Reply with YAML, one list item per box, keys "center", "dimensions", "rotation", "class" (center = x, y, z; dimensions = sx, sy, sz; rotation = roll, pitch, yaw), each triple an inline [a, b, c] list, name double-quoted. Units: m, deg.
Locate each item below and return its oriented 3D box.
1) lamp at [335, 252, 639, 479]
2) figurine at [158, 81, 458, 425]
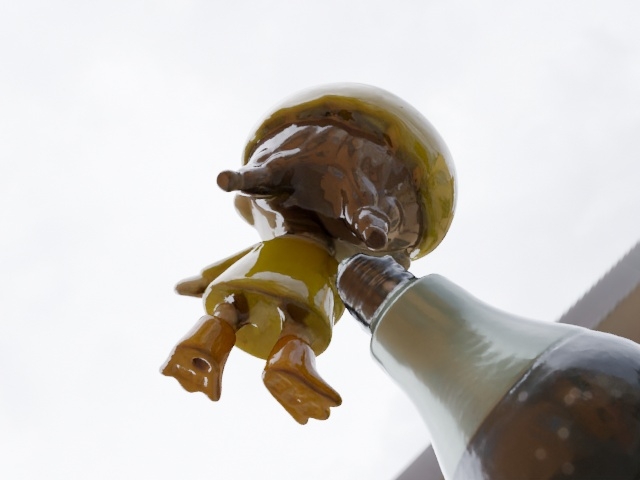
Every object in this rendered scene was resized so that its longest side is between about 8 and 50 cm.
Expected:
- center: [0.142, 0.126, 0.763]
  dimensions: [0.182, 0.314, 0.182]
  rotation: [-19, -55, -30]
  class: "lamp"
- center: [0.000, 0.000, 0.946]
  dimensions: [0.215, 0.187, 0.343]
  rotation: [22, -128, 4]
  class: "figurine"
